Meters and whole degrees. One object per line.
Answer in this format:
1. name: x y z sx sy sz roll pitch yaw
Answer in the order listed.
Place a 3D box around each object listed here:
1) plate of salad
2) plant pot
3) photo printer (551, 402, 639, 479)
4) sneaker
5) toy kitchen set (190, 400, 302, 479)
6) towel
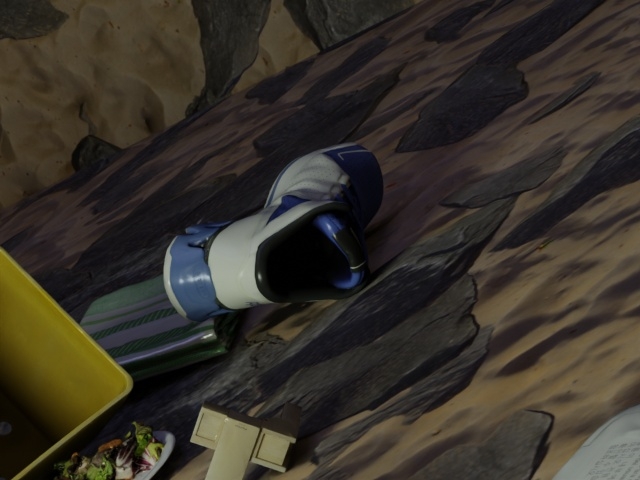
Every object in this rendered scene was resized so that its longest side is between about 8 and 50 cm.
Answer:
1. plate of salad: -0.227 0.230 1.787 0.200 0.048 0.200 -30 12 7
2. plant pot: -0.340 0.172 1.880 0.212 0.212 0.187 -39 -16 -30
3. photo printer: 0.222 0.160 0.896 0.307 0.107 0.256 -16 19 47
4. sneaker: -0.001 0.000 2.033 0.182 0.127 0.315 0 23 39
5. toy kitchen set: -0.067 0.172 1.614 0.075 0.083 0.068 -76 5 -73
6. towel: -0.192 0.092 2.182 0.248 0.038 0.325 -19 15 13
